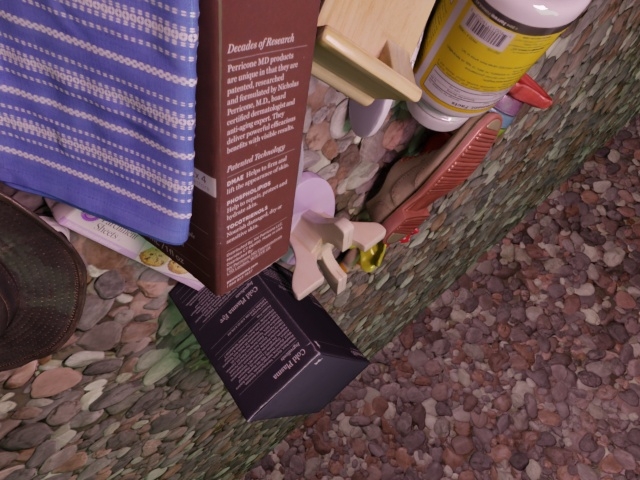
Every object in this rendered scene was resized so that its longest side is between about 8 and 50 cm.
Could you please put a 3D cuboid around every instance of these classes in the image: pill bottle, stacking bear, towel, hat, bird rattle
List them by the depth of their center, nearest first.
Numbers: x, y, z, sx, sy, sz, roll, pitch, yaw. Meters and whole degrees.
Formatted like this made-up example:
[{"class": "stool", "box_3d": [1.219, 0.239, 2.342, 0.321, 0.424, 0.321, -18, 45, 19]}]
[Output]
[{"class": "towel", "box_3d": [-0.224, -0.152, 0.374, 0.040, 0.243, 0.336, -63, 173, -48]}, {"class": "hat", "box_3d": [-0.417, 0.074, 0.414, 0.331, 0.134, 0.331, -11, 127, -15]}, {"class": "pill bottle", "box_3d": [0.271, -0.337, 0.726, 0.188, 0.188, 0.334, -34, 172, -17]}, {"class": "stacking bear", "box_3d": [0.363, -0.284, 1.021, 0.175, 0.164, 0.289, 11, 136, -29]}, {"class": "bird rattle", "box_3d": [0.148, 0.007, 1.223, 0.253, 0.143, 0.207, -27, 162, -52]}]

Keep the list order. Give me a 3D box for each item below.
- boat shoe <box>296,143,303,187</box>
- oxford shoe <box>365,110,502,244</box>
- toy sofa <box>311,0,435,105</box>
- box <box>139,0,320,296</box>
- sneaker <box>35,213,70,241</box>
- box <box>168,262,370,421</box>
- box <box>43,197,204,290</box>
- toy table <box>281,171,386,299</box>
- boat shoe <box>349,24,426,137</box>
[{"class": "boat shoe", "box_3d": [-0.100, -0.172, 0.629, 0.113, 0.105, 0.306, -27, 141, -21]}, {"class": "oxford shoe", "box_3d": [0.239, -0.162, 0.989, 0.140, 0.146, 0.397, -2, 142, -48]}, {"class": "toy sofa", "box_3d": [0.083, -0.361, 0.501, 0.150, 0.177, 0.362, 18, 100, -35]}, {"class": "box", "box_3d": [-0.127, -0.141, 0.477, 0.143, 0.191, 0.381, -33, 145, -43]}, {"class": "sneaker", "box_3d": [-0.417, 0.095, 0.579, 0.271, 0.108, 0.100, -53, 153, 21]}, {"class": "box", "box_3d": [-0.095, 0.197, 0.916, 0.179, 0.312, 0.343, -45, 151, 2]}, {"class": "box", "box_3d": [-0.274, -0.001, 0.678, 0.067, 0.063, 0.324, -44, 152, -4]}, {"class": "toy table", "box_3d": [0.000, 0.000, 0.922, 0.252, 0.161, 0.274, -40, 154, -12]}, {"class": "boat shoe", "box_3d": [0.128, -0.302, 0.752, 0.084, 0.095, 0.258, -16, 143, -35]}]
